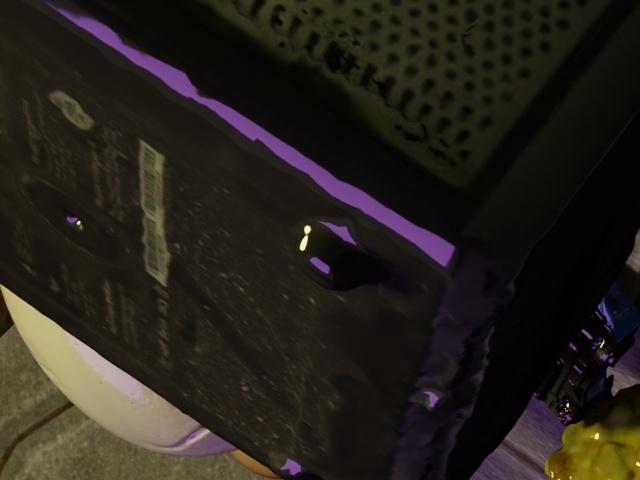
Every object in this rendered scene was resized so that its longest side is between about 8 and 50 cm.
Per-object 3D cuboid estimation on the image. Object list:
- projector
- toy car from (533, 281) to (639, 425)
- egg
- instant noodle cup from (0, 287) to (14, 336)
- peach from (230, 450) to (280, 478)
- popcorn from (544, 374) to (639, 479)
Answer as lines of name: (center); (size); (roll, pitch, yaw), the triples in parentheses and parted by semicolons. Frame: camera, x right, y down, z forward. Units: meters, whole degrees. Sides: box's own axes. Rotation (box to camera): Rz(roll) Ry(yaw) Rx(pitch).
projector: (-0.045, -0.085, 0.870); (0.405, 0.242, 0.395); (35, 157, 11)
toy car: (0.178, 0.060, 1.363); (0.103, 0.063, 0.216); (44, 158, 14)
egg: (-0.133, 0.014, 1.605); (0.345, 0.283, 0.283); (55, 163, -21)
instant noodle cup: (-0.365, -0.017, 1.898); (0.284, 0.312, 0.284); (21, 145, 16)
peach: (-0.042, 0.219, 2.429); (0.184, 0.184, 0.184); (35, 169, 8)
popcorn: (0.251, 0.182, 1.432); (0.142, 0.174, 0.173); (23, 175, -23)
